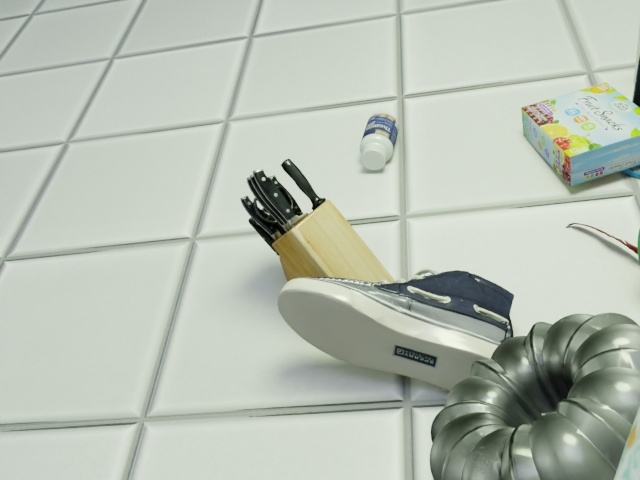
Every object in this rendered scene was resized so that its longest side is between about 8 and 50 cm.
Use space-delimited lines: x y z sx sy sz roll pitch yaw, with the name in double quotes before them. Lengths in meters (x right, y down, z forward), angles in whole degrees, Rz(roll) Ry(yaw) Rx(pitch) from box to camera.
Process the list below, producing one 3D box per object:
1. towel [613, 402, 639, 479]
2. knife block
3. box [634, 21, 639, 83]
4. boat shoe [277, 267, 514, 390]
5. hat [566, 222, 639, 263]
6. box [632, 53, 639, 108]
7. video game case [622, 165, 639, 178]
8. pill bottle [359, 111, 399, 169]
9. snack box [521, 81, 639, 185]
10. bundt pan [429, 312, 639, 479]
"towel" 0.390 0.276 0.535 0.374 0.090 0.321 18 89 13
"knife block" 0.000 0.000 1.154 0.275 0.242 0.088 28 58 38
"box" 0.686 -0.374 1.419 0.130 0.171 0.091 -20 41 -7
"boat shoe" 0.118 0.101 1.079 0.340 0.127 0.158 20 43 8
"hat" 0.532 0.017 1.145 0.172 0.183 0.209 -27 84 -4
"box" 0.770 -0.255 1.246 0.312 0.179 0.343 -23 42 -14
"video game case" 0.619 -0.127 1.285 0.119 0.015 0.166 -37 46 -23
"pill bottle" 0.114 -0.195 1.469 0.067 0.067 0.120 1 43 17
"snack box" 0.486 -0.197 1.348 0.174 0.070 0.207 -16 36 0
"bundt pan" 0.257 0.199 0.825 0.330 0.124 0.331 -35 12 9
